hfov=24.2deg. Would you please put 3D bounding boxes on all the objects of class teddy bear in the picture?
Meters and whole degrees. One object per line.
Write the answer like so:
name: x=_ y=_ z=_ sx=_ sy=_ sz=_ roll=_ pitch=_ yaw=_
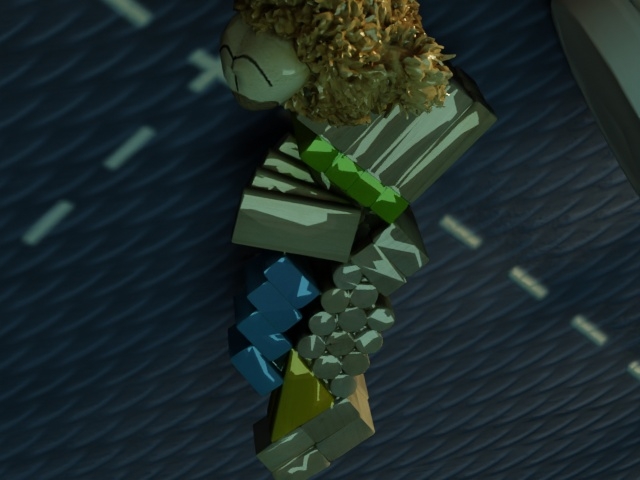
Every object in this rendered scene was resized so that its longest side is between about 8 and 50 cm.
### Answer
teddy bear: x=-0.046 y=-0.197 z=0.814 sx=0.245 sy=0.113 sz=0.338 roll=17 pitch=139 yaw=25

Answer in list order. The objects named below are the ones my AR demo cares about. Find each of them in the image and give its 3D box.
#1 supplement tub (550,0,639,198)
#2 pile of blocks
supplement tub: x=0.344 y=-0.149 z=0.973 sx=0.331 sy=0.241 sz=0.241 roll=-28 pitch=131 yaw=5
pile of blocks: x=0.000 y=0.000 z=1.071 sx=0.149 sy=0.113 sz=0.362 roll=13 pitch=115 yaw=-13
